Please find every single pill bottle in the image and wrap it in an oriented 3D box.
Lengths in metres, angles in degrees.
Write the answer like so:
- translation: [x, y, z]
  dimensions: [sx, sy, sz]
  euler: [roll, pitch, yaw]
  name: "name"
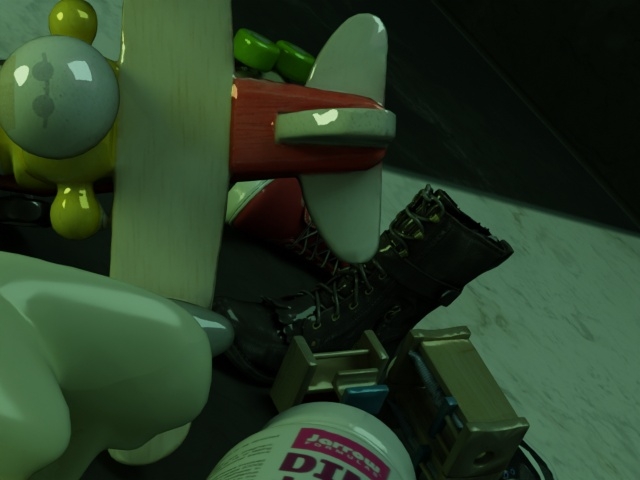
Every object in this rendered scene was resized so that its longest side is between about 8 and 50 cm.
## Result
- translation: [-0.020, 0.219, 1.106]
  dimensions: [0.160, 0.160, 0.283]
  euler: [41, 19, -2]
  name: "pill bottle"

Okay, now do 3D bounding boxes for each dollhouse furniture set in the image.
- translation: [0.060, 0.170, 1.478]
  dimensions: [0.184, 0.129, 0.129]
  euler: [-2, 42, -30]
  name: "dollhouse furniture set"

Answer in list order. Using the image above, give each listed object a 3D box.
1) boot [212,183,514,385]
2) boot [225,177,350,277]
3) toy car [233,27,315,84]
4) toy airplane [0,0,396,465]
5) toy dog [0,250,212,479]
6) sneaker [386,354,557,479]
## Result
- translation: [0.034, 0.034, 1.508]
  dimensions: [0.263, 0.229, 0.091]
  euler: [20, 29, -48]
  name: "boot"
- translation: [0.000, 0.000, 1.747]
  dimensions: [0.176, 0.088, 0.244]
  euler: [49, 16, 15]
  name: "boot"
- translation: [-0.130, -0.183, 1.812]
  dimensions: [0.188, 0.155, 0.149]
  euler: [37, 15, 27]
  name: "toy car"
- translation: [-0.130, -0.086, 1.214]
  dimensions: [0.386, 0.384, 0.272]
  euler: [49, 10, 15]
  name: "toy airplane"
- translation: [-0.211, 0.184, 0.636]
  dimensions: [0.395, 0.284, 0.408]
  euler: [33, 23, -25]
  name: "toy dog"
- translation: [0.150, 0.200, 1.606]
  dimensions: [0.217, 0.079, 0.121]
  euler: [42, 17, -4]
  name: "sneaker"
